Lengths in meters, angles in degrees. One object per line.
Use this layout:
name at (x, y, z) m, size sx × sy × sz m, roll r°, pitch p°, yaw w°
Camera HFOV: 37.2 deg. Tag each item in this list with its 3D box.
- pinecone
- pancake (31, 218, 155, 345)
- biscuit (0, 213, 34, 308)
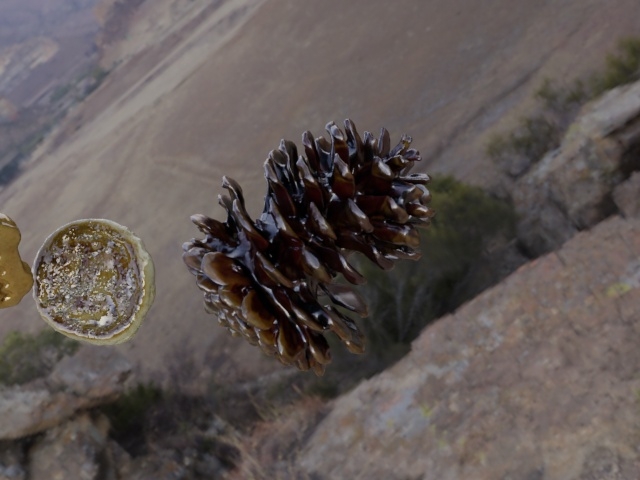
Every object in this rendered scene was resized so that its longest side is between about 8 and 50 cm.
pinecone at (0.002, 0.001, 1.022) m, size 0.292 × 0.246 × 0.246 m, roll -43°, pitch 19°, yaw 13°
pancake at (-0.262, 0.048, 1.094) m, size 0.158 × 0.158 × 0.028 m, roll -36°, pitch -7°, yaw 13°
biscuit at (-0.419, 0.048, 0.956) m, size 0.249 × 0.184 × 0.035 m, roll -15°, pitch 50°, yaw -17°
